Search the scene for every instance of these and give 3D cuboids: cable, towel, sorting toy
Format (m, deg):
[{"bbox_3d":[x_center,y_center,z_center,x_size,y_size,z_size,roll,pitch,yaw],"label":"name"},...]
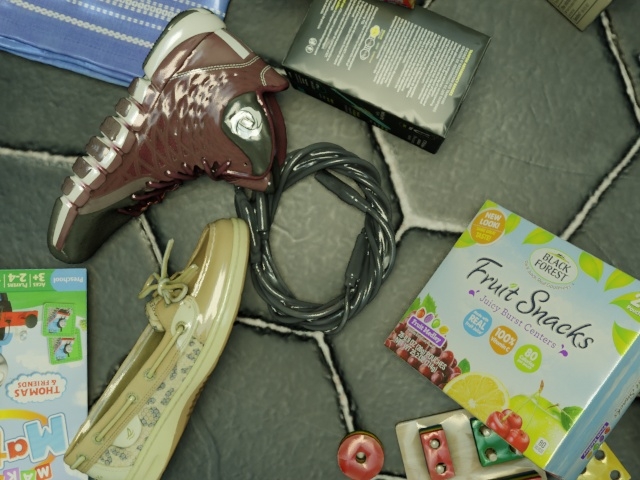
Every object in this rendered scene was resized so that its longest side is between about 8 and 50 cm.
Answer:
[{"bbox_3d":[0.000,0.000,0.899,0.151,0.047,0.184,-15,83,-3],"label":"cable"},{"bbox_3d":[-0.191,-0.325,0.915,0.243,0.040,0.335,18,89,2],"label":"towel"},{"bbox_3d":[0.160,0.227,0.880,0.275,0.046,0.132,-13,88,2],"label":"sorting toy"}]

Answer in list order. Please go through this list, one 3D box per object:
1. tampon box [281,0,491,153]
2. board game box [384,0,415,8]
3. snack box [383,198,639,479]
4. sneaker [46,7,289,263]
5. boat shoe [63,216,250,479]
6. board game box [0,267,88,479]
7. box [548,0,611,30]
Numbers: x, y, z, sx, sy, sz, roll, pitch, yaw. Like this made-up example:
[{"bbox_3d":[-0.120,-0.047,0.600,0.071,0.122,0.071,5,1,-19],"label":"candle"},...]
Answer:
[{"bbox_3d":[0.062,-0.165,0.858,0.161,0.120,0.101,25,90,3],"label":"tampon box"},{"bbox_3d":[0.032,-0.310,0.772,0.147,0.045,0.193,15,95,9],"label":"board game box"},{"bbox_3d":[0.185,0.083,0.815,0.174,0.070,0.207,-54,46,1],"label":"snack box"},{"bbox_3d":[-0.129,-0.062,0.858,0.163,0.106,0.281,35,104,0],"label":"sneaker"},{"bbox_3d":[-0.148,0.103,0.857,0.089,0.104,0.285,23,92,-14],"label":"boat shoe"},{"bbox_3d":[-0.303,0.132,0.868,0.160,0.039,0.211,0,89,-32],"label":"board game box"},{"bbox_3d":[0.185,-0.356,0.847,0.311,0.148,0.121,44,90,2],"label":"box"}]
